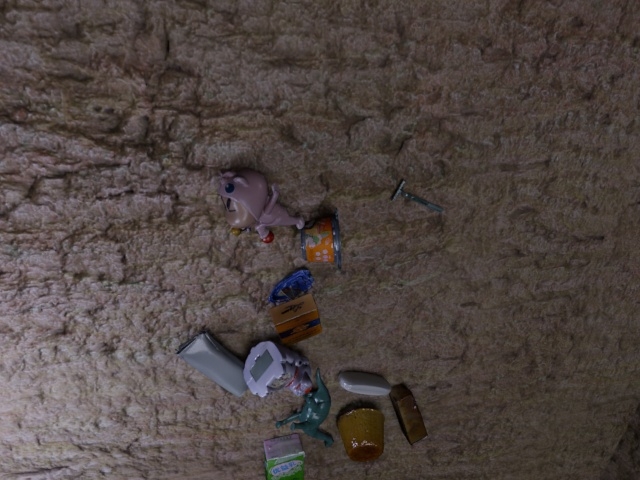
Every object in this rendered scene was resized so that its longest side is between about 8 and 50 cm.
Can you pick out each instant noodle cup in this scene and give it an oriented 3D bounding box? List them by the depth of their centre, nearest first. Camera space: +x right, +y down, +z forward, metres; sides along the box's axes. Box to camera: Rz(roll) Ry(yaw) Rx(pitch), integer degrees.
[{"bbox_3d":[0.000,0.000,1.421,0.125,0.177,0.208,-4,98,1],"label":"instant noodle cup"}]

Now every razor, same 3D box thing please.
[{"bbox_3d":[0.351,-0.137,1.532,0.211,0.036,0.084,20,109,-24],"label":"razor"}]

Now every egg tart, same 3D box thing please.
[{"bbox_3d":[0.179,0.813,1.843,0.215,0.171,0.215,-3,126,-5],"label":"egg tart"}]

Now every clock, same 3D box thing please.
[{"bbox_3d":[-0.126,0.473,1.585,0.254,0.189,0.189,29,103,-44],"label":"clock"}]

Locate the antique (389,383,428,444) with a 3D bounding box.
[{"bbox_3d":[0.387,0.765,1.936,0.093,0.087,0.310,-25,119,-7],"label":"antique"}]

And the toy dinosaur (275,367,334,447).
[{"bbox_3d":[0.017,0.696,1.795,0.330,0.129,0.384,23,105,-37],"label":"toy dinosaur"}]

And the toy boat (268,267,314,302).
[{"bbox_3d":[-0.101,0.169,1.488,0.174,0.110,0.091,-30,116,-1],"label":"toy boat"}]

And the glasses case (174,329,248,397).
[{"bbox_3d":[-0.361,0.426,1.543,0.128,0.083,0.308,-42,119,-2],"label":"glasses case"}]

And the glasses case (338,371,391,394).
[{"bbox_3d":[0.182,0.582,1.783,0.233,0.092,0.059,15,107,-24],"label":"glasses case"}]

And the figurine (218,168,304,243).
[{"bbox_3d":[-0.191,-0.088,1.313,0.287,0.176,0.186,44,70,-43],"label":"figurine"}]

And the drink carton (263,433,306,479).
[{"bbox_3d":[-0.149,0.960,1.844,0.161,0.108,0.271,-7,116,-15],"label":"drink carton"}]

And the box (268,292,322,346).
[{"bbox_3d":[-0.080,0.279,1.511,0.152,0.070,0.237,-21,148,-7],"label":"box"}]
